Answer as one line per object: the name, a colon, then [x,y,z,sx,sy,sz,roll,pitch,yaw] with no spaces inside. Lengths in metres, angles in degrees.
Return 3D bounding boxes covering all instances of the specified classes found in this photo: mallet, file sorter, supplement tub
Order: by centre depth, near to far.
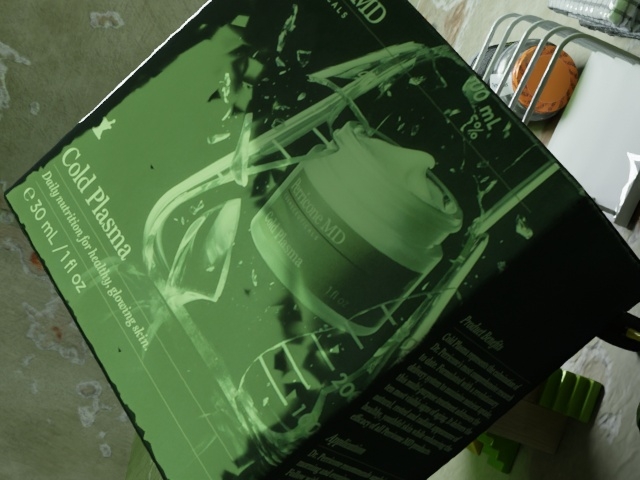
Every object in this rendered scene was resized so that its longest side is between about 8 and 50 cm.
mallet: [0.352,0.109,1.274,0.190,0.062,0.039,25,93,60]
file sorter: [0.298,-0.167,1.557,0.277,0.173,0.192,-121,53,-72]
supplement tub: [0.286,-0.228,1.789,0.190,0.117,0.117,-159,90,-76]

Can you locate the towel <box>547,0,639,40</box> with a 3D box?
towel: [0.409,-0.363,1.545,0.235,0.121,0.283,-65,14,9]

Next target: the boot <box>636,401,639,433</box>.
boot: [0.347,0.194,1.064,0.236,0.085,0.178,135,149,-57]

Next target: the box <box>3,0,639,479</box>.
box: [0.000,0.000,1.326,0.472,0.297,0.480,-41,58,7]

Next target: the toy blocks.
toy blocks: [0.133,0.149,1.540,0.381,0.261,0.190,-165,96,-75]
